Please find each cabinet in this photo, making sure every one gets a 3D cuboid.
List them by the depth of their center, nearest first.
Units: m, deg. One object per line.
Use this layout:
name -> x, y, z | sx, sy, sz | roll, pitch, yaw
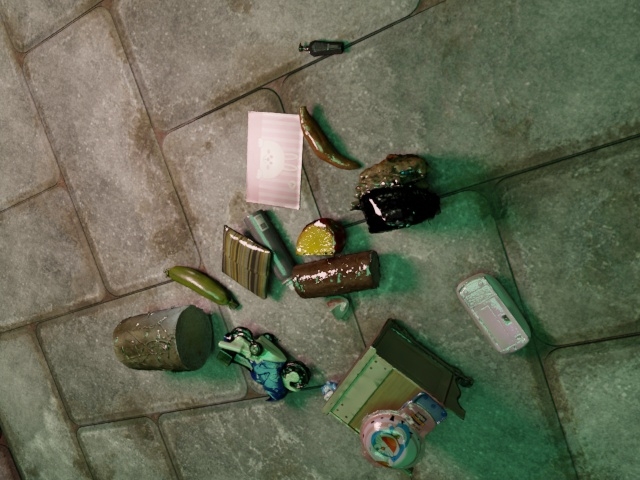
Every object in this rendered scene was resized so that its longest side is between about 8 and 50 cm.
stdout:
cabinet -> 0.234, 0.459, 1.540 | 0.318, 0.227, 0.289 | 36, 112, 10

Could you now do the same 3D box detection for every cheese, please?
cheese -> 0.217, 0.519, 1.397 | 0.189, 0.074, 0.286 | 43, 114, 4

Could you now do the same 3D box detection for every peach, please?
peach -> 0.004, 0.000, 1.606 | 0.172, 0.093, 0.127 | -34, 82, 37

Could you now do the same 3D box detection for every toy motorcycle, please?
toy motorcycle -> -0.199, 0.431, 1.777 | 0.331, 0.125, 0.196 | 30, 111, 10

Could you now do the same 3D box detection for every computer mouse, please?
computer mouse -> 0.489, 0.205, 1.463 | 0.126, 0.056, 0.245 | -37, 86, 25

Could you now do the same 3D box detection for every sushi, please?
sushi -> 0.206, -0.135, 1.425 | 0.239, 0.225, 0.218 | -9, 89, -8

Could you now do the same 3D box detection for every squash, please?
squash -> -0.430, 0.153, 1.836 | 0.319, 0.080, 0.071 | 25, 72, 15

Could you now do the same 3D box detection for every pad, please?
pad -> -0.150, -0.257, 1.659 | 0.202, 0.005, 0.299 | 10, 105, 21

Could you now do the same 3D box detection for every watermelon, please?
watermelon -> 0.052, 0.213, 1.648 | 0.085, 0.061, 0.085 | 11, 112, 29

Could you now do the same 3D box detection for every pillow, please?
pillow -> -0.252, 0.073, 1.718 | 0.212, 0.052, 0.208 | 30, 132, 26

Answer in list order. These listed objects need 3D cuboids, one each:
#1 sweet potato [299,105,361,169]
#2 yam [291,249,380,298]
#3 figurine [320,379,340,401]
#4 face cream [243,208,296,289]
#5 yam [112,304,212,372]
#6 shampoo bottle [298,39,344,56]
sweet potato -> 0.009, -0.291, 1.557 | 0.078, 0.058, 0.255 | -42, 88, 5
yam -> 0.052, 0.111, 1.594 | 0.280, 0.131, 0.130 | -13, 97, 26
figurine -> 0.053, 0.511, 1.705 | 0.114, 0.079, 0.114 | 26, 134, 31
face cream -> -0.152, 0.033, 1.688 | 0.073, 0.073, 0.283 | -31, 88, 26
yam -> -0.562, 0.357, 1.852 | 0.349, 0.241, 0.240 | -10, 97, 29
shampoo bottle -> 0.001, -0.563, 1.513 | 0.137, 0.027, 0.048 | 7, 91, 21
